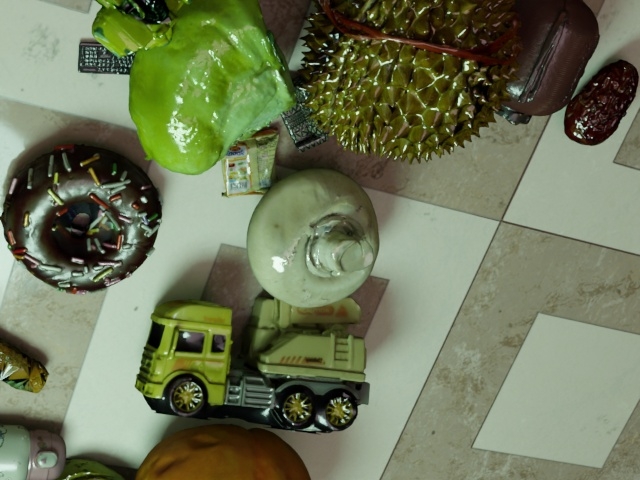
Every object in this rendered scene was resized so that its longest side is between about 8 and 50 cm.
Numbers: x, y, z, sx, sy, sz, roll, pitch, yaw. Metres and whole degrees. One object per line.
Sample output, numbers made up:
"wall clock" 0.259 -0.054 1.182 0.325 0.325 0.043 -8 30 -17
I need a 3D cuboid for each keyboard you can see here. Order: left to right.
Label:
"keyboard" -0.304 -0.285 1.852 0.155 0.010 0.053 -1 119 -16

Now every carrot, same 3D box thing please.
"carrot" -0.565 0.185 2.000 0.069 0.069 0.229 -44 119 9

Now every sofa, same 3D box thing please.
"sofa" -0.034 -0.210 1.956 0.060 0.039 0.118 -24 122 -2

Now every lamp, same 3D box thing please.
"lamp" 0.357 -0.308 1.937 0.180 0.180 0.258 13 111 -23

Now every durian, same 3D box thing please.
"durian" -0.164 -0.261 1.785 0.340 0.204 0.256 -38 108 0
"durian" 0.138 -0.294 1.800 0.348 0.347 0.384 -4 154 -14

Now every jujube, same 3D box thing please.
"jujube" 0.494 -0.243 2.065 0.104 0.104 0.166 22 105 -26

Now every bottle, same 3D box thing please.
"bottle" -0.569 0.380 2.077 0.233 0.110 0.110 5 116 -18

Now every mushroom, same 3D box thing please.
"mushroom" 0.000 0.000 1.977 0.246 0.202 0.246 -9 107 -31

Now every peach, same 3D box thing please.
"peach" -0.175 0.501 2.122 0.343 0.301 0.343 0 156 0

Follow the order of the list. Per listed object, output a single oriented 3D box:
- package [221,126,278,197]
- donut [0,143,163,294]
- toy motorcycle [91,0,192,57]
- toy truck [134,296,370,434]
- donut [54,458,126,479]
"package" -0.119 -0.127 1.981 0.108 0.031 0.120 -9 118 -11
"donut" -0.386 -0.030 1.914 0.270 0.103 0.269 -8 121 -14
"toy motorcycle" -0.343 -0.395 1.643 0.342 0.206 0.142 39 88 1
"toy truck" -0.111 0.206 2.065 0.405 0.181 0.254 7 86 -18
"donut" -0.466 0.521 2.194 0.272 0.107 0.272 -10 122 -17
